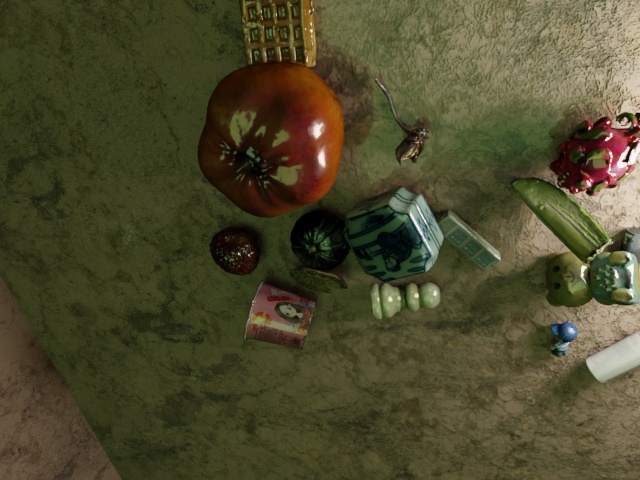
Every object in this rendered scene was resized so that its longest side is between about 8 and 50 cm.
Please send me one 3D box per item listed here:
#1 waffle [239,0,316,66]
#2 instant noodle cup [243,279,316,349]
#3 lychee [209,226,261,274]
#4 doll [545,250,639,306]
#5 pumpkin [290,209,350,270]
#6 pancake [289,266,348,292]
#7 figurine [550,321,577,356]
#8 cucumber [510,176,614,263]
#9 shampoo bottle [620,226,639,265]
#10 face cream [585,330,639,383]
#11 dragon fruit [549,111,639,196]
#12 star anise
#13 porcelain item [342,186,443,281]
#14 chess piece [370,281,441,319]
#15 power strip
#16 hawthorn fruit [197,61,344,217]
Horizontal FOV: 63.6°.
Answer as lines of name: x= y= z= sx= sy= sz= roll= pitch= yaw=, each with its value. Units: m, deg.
waffle: x=-0.129 y=-0.685 z=1.550 sx=0.224 sy=0.098 sz=0.327 roll=3 pitch=118 yaw=14
instant noodle cup: x=-0.151 y=0.296 z=1.984 sx=0.232 sy=0.243 sz=0.242 roll=16 pitch=120 yaw=2
lychee: x=-0.314 y=0.046 z=1.941 sx=0.188 sy=0.188 sz=0.188 roll=7 pitch=118 yaw=14
doll: x=0.833 y=0.119 z=1.600 sx=0.261 sy=0.162 sz=0.176 roll=-6 pitch=81 yaw=41
pumpkin: x=0.000 y=0.000 z=1.821 sx=0.221 sy=0.162 sz=0.220 roll=8 pitch=115 yaw=18
pancake: x=-0.011 y=0.147 z=1.898 sx=0.212 sy=0.029 sz=0.235 roll=29 pitch=155 yaw=-32
figurine: x=0.842 y=0.346 z=1.786 sx=0.077 sy=0.079 sz=0.136 roll=-15 pitch=112 yaw=-22
cucumber: x=0.717 y=-0.078 z=1.542 sx=0.105 sy=0.145 sz=0.325 roll=-44 pitch=62 yaw=11
shampoo bottle: x=0.961 y=0.062 z=1.613 sx=0.064 sy=0.057 sz=0.207 roll=4 pitch=117 yaw=14
face cream: x=1.062 y=0.355 z=1.707 sx=0.102 sy=0.102 sz=0.345 roll=44 pitch=121 yaw=-8
dragon fruit: x=0.793 y=-0.246 z=1.448 sx=0.273 sy=0.198 sz=0.218 roll=-28 pitch=95 yaw=3
star anise: x=0.228 y=-0.361 z=1.611 sx=0.227 sy=0.148 sz=0.218 roll=45 pitch=159 yaw=22
porcelain item: x=0.238 y=-0.015 z=1.713 sx=0.282 sy=0.157 sz=0.285 roll=-16 pitch=110 yaw=39
chess piece: x=0.310 y=0.206 z=1.861 sx=0.244 sy=0.133 sz=0.133 roll=-9 pitch=113 yaw=14
power strip: x=0.494 y=0.004 z=1.731 sx=0.272 sy=0.052 sz=0.078 roll=40 pitch=122 yaw=-6
hawthorn fruit: x=-0.136 y=-0.317 z=1.546 sx=0.472 sy=0.471 sz=0.471 roll=7 pitch=118 yaw=14
